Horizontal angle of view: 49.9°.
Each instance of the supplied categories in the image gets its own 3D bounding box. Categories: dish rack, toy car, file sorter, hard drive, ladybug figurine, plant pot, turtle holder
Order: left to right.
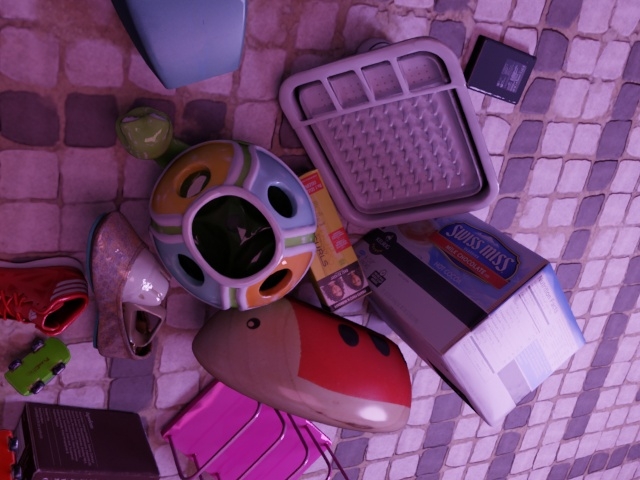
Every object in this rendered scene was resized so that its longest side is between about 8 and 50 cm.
[{"bbox_3d":[-0.481,0.241,1.054,0.225,0.239,0.053,-43,175,-29],"label":"toy car"},{"bbox_3d":[-0.190,-0.330,0.883,0.166,0.165,0.234,-21,132,-18],"label":"plant pot"},{"bbox_3d":[-0.133,-0.051,0.993,0.244,0.227,0.320,-13,99,-4],"label":"turtle holder"},{"bbox_3d":[-0.108,0.407,1.267,0.202,0.182,0.290,-44,117,-4],"label":"file sorter"},{"bbox_3d":[-0.004,0.204,1.188,0.449,0.305,0.161,25,88,-39],"label":"ladybug figurine"},{"bbox_3d":[0.119,-0.171,1.115,0.286,0.072,0.332,-10,130,25],"label":"dish rack"},{"bbox_3d":[0.325,-0.309,1.254,0.135,0.022,0.094,9,111,-32],"label":"hard drive"}]

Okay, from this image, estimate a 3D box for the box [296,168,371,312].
[{"bbox_3d":[0.000,0.000,1.166,0.087,0.058,0.232,-26,100,-14],"label":"box"}]

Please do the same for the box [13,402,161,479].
[{"bbox_3d":[-0.405,0.392,1.140,0.203,0.167,0.168,16,107,-34],"label":"box"}]

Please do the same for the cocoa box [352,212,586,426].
[{"bbox_3d":[0.245,0.103,1.227,0.228,0.347,0.231,-40,126,-5],"label":"cocoa box"}]

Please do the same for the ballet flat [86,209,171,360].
[{"bbox_3d":[-0.279,0.078,1.028,0.106,0.107,0.316,20,140,2],"label":"ballet flat"}]

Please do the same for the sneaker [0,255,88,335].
[{"bbox_3d":[-0.441,0.085,0.980,0.221,0.128,0.086,-15,121,-23],"label":"sneaker"}]

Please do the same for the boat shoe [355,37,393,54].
[{"bbox_3d":[0.154,-0.226,1.163,0.096,0.088,0.267,-40,128,-4],"label":"boat shoe"}]
